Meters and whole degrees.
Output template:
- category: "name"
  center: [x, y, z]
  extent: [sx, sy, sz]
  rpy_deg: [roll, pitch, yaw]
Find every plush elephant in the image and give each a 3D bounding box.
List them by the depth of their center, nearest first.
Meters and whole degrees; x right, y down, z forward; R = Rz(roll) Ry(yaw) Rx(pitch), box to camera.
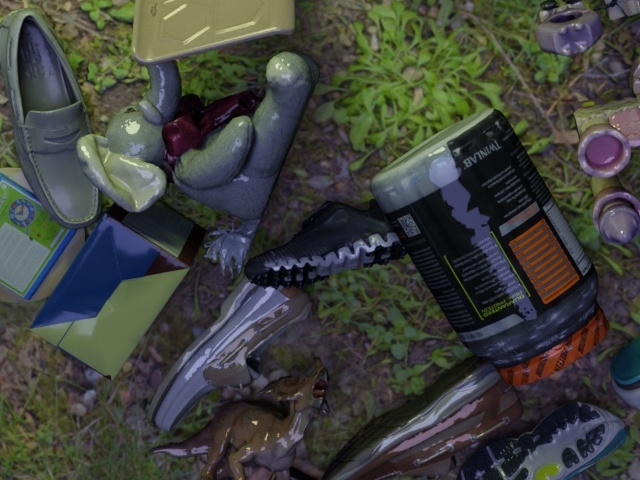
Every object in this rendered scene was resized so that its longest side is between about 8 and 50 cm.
- category: "plush elephant"
  center: [-0.170, -0.143, 1.683]
  extent: [0.255, 0.272, 0.330]
  rpy_deg: [22, 106, -2]

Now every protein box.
- category: "protein box"
  center: [-0.277, 0.052, 1.764]
  extent: [0.136, 0.201, 0.199]
  rpy_deg: [34, 103, -7]

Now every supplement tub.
- category: "supplement tub"
  center: [0.233, 0.011, 1.693]
  extent: [0.207, 0.207, 0.338]
  rpy_deg: [-30, 95, 12]

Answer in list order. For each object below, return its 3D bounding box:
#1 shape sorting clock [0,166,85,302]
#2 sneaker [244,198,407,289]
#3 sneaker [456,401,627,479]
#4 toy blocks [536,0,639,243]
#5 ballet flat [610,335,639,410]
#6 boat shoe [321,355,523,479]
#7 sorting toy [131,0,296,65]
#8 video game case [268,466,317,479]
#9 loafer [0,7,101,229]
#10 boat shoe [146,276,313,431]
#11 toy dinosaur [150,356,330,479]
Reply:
- category: "shape sorting clock"
  center: [-0.450, -0.008, 1.865]
  extent: [0.206, 0.040, 0.206]
  rpy_deg: [-1, 107, -3]
- category: "sneaker"
  center: [0.000, 0.000, 1.769]
  extent: [0.234, 0.078, 0.106]
  rpy_deg: [-14, 66, -11]
- category: "sneaker"
  center: [0.314, 0.323, 1.792]
  extent: [0.275, 0.110, 0.107]
  rpy_deg: [-33, 59, 28]
- category: "toy blocks"
  center: [0.448, -0.160, 1.574]
  extent: [0.289, 0.260, 0.308]
  rpy_deg: [-15, 112, 11]
- category: "ballet flat"
  center: [0.583, 0.111, 1.719]
  extent: [0.400, 0.139, 0.139]
  rpy_deg: [-38, 94, 17]
- category: "boat shoe"
  center: [0.146, 0.292, 1.805]
  extent: [0.324, 0.123, 0.116]
  rpy_deg: [-35, 97, 14]
- category: "sorting toy"
  center: [-0.134, -0.308, 1.622]
  extent: [0.208, 0.193, 0.038]
  rpy_deg: [-9, 141, 9]
- category: "video game case"
  center: [0.002, 0.501, 1.906]
  extent: [0.275, 0.035, 0.248]
  rpy_deg: [28, 103, 1]
- category: "loafer"
  center: [-0.381, -0.168, 1.779]
  extent: [0.112, 0.111, 0.319]
  rpy_deg: [-21, 99, -18]
- category: "boat shoe"
  center: [-0.133, 0.169, 1.820]
  extent: [0.103, 0.113, 0.302]
  rpy_deg: [39, 102, 5]
- category: "toy dinosaur"
  center: [-0.094, 0.272, 1.829]
  extent: [0.296, 0.127, 0.200]
  rpy_deg: [-4, 70, 31]
